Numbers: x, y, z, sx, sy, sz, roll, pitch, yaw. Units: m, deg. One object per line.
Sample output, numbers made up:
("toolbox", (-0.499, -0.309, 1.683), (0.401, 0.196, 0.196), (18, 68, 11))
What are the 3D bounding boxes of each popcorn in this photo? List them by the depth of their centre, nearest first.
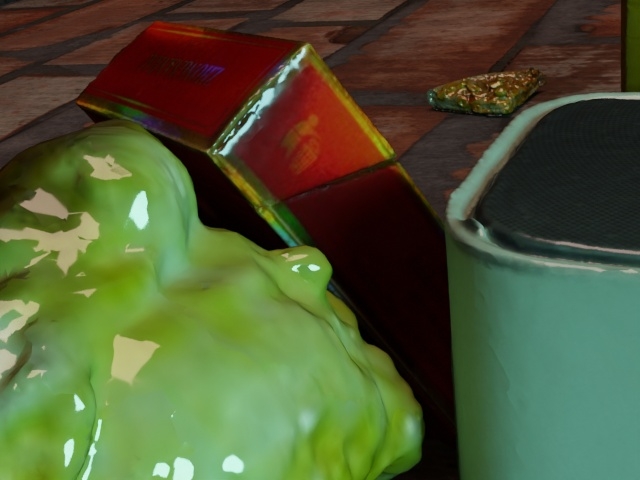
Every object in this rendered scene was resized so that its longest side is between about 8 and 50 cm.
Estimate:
("popcorn", (-0.108, 0.115, 0.505), (0.312, 0.312, 0.312), (-6, 23, 3))

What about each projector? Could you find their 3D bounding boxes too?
("projector", (0.208, 0.075, 0.522), (0.248, 0.249, 0.248), (5, 26, 24))

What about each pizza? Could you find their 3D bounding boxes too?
("pizza", (0.241, -0.211, 1.440), (0.178, 0.041, 0.131), (-5, 25, 4))

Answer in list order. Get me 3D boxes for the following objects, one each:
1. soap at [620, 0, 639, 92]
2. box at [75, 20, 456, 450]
("soap", (0.431, -0.224, 1.094), (0.204, 0.324, 0.096), (5, 68, 17))
("box", (0.001, 0.001, 0.672), (0.089, 0.313, 0.197), (-49, 35, -11))
